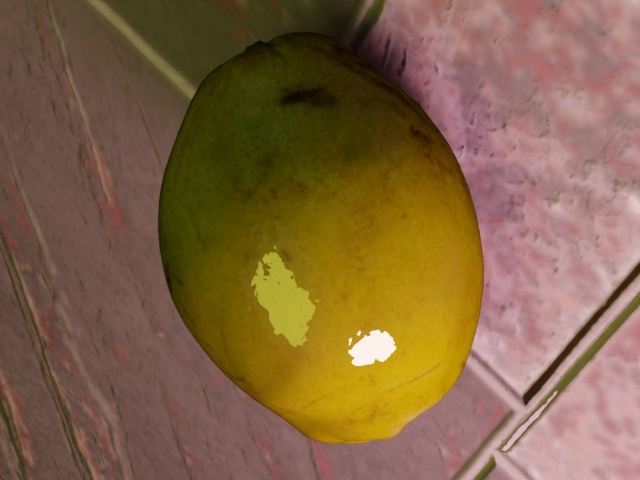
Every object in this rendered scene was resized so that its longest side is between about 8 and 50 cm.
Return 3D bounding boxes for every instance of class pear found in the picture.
[{"bbox_3d":[0.000,0.000,0.899,0.212,0.212,0.269,-17,96,47],"label":"pear"}]
